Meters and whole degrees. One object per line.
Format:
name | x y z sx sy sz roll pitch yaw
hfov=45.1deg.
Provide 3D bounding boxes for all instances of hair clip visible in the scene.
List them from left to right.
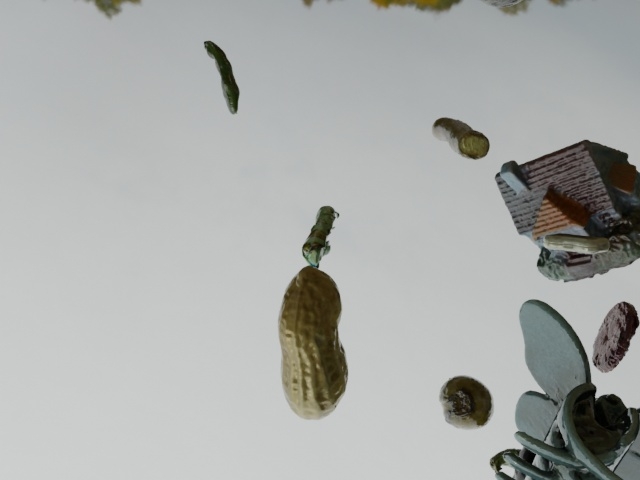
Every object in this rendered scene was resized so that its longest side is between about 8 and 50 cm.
hair clip | 0.414 0.344 1.242 0.392 0.318 0.238 32 -132 23

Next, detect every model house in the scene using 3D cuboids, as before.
model house | 0.679 -0.116 2.086 0.339 0.360 0.297 42 -124 -21

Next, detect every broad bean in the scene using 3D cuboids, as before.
broad bean | -0.237 -0.411 1.912 0.046 0.195 0.061 -27 -172 -22

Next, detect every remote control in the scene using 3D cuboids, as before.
remote control | 0.514 0.007 1.550 0.074 0.032 0.122 -7 -169 -39

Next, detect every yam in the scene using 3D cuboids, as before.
yam | 0.345 -0.264 1.953 0.081 0.081 0.356 21 -168 -9

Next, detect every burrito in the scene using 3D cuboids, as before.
burrito | 0.000 0.000 1.758 0.054 0.104 0.288 9 -156 4

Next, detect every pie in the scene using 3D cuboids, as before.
pie | 0.594 0.195 1.556 0.036 0.154 0.154 24 -154 3

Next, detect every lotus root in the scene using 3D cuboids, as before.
lotus root | 0.401 0.443 2.102 0.154 0.154 0.278 35 175 19

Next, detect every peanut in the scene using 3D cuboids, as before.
peanut | -0.017 0.202 1.515 0.147 0.305 0.147 -6 -169 1

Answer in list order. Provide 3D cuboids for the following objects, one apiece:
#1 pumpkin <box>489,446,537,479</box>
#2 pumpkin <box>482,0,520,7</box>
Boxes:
pumpkin | 0.618 0.635 2.133 0.296 0.295 0.296 20 -154 -11
pumpkin | 0.279 -0.524 1.335 0.260 0.189 0.260 25 -155 -12
